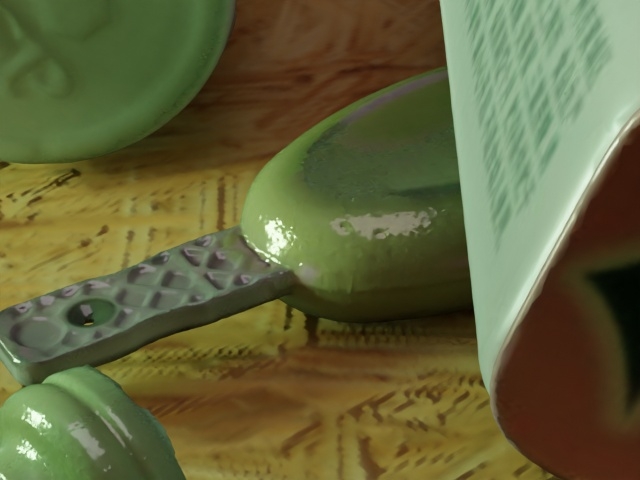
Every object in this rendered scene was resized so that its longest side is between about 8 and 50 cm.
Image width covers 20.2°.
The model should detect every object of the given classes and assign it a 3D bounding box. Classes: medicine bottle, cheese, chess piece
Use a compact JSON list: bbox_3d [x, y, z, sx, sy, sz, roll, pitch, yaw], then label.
[{"bbox_3d":[-0.096,-0.116,0.607,0.135,0.135,0.168,-6,33,-3],"label":"medicine bottle"},{"bbox_3d":[0.000,0.000,0.505,0.192,0.037,0.097,-21,37,-24],"label":"cheese"},{"bbox_3d":[-0.095,0.087,0.372,0.149,0.059,0.059,-33,42,-27],"label":"chess piece"}]

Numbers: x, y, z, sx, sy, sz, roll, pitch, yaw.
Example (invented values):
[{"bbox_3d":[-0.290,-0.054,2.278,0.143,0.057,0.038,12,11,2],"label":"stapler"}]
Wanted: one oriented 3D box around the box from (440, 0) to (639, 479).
[{"bbox_3d":[0.127,-0.069,0.497,0.190,0.112,0.370,20,30,-11],"label":"box"}]
